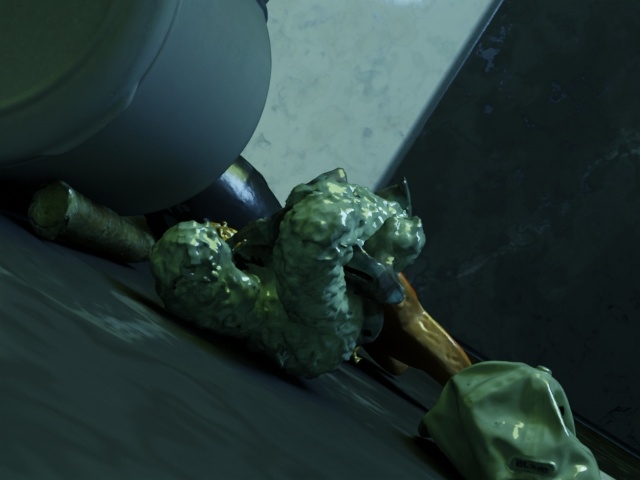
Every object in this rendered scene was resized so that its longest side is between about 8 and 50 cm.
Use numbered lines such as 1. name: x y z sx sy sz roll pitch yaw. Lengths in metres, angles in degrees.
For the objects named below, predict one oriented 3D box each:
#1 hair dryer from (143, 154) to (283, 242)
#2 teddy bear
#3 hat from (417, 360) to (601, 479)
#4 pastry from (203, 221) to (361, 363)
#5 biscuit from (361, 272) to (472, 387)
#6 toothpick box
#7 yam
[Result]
1. hair dryer: -0.078 -0.008 1.090 0.235 0.091 0.271 41 -5 -15
2. teddy bear: 0.001 0.021 0.749 0.133 0.111 0.213 -8 6 21
3. hat: 0.123 0.126 0.779 0.122 0.081 0.166 35 -9 12
4. pastry: -0.029 0.037 0.912 0.140 0.056 0.080 26 -8 11
5. biscuit: 0.034 0.050 1.110 0.165 0.036 0.250 52 -16 -17
6. toothpick box: -0.135 -0.131 0.780 0.229 0.229 0.316 32 0 13
7. yam: -0.126 -0.003 0.729 0.027 0.033 0.129 4 -11 15
